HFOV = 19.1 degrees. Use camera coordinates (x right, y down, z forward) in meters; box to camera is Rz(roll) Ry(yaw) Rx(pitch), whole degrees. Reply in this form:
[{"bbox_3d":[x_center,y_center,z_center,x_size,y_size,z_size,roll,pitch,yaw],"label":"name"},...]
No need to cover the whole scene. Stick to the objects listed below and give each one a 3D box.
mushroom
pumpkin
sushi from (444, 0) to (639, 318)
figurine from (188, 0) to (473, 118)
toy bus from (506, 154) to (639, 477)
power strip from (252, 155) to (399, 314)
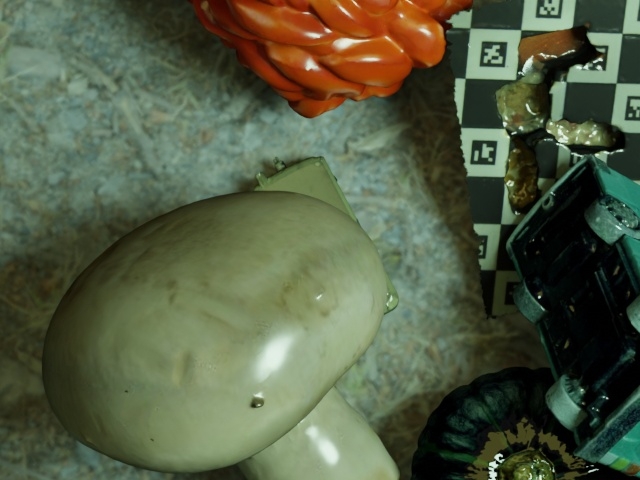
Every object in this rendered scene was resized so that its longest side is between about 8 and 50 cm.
[{"bbox_3d":[-0.067,0.117,1.545,0.292,0.292,0.290,-26,112,-2],"label":"mushroom"},{"bbox_3d":[0.169,0.199,1.547,0.202,0.140,0.202,-1,75,3],"label":"pumpkin"},{"bbox_3d":[0.206,-0.085,1.606,0.192,0.043,0.279,-13,114,0],"label":"sushi"},{"bbox_3d":[0.002,-0.321,1.630,0.306,0.241,0.412,20,72,-12],"label":"figurine"},{"bbox_3d":[0.250,0.065,1.512,0.147,0.256,0.128,26,121,-28],"label":"toy bus"},{"bbox_3d":[0.000,0.000,1.656,0.076,0.028,0.169,-27,80,-2],"label":"power strip"}]
